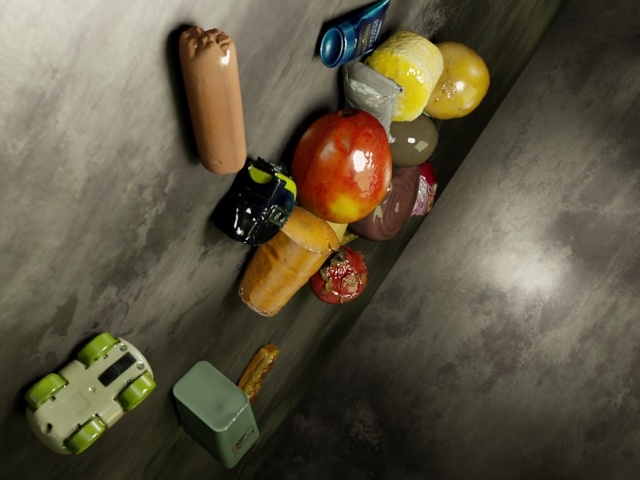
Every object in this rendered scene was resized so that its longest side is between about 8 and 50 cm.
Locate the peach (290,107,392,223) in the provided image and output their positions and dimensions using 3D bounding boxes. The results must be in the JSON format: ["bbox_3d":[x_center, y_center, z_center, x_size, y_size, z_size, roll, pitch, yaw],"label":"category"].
[{"bbox_3d":[0.054,-0.179,1.273,0.281,0.238,0.281,-53,160,-28],"label":"peach"}]

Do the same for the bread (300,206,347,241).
[{"bbox_3d":[0.005,-0.050,1.539,0.098,0.147,0.217,-96,-160,-53],"label":"bread"}]

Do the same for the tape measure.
[{"bbox_3d":[-0.126,-0.079,1.200,0.199,0.112,0.186,-56,165,7],"label":"tape measure"}]

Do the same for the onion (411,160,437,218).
[{"bbox_3d":[0.332,-0.212,2.039,0.207,0.216,0.206,-42,145,-66],"label":"onion"}]

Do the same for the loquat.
[{"bbox_3d":[0.379,-0.472,1.613,0.235,0.235,0.235,-48,162,-21],"label":"loquat"}]

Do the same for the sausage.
[{"bbox_3d":[-0.168,-0.211,0.876,0.086,0.086,0.289,-46,160,-28],"label":"sausage"}]

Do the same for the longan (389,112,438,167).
[{"bbox_3d":[0.262,-0.314,1.669,0.198,0.198,0.212,-61,170,21],"label":"longan"}]

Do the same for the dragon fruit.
[{"bbox_3d":[0.051,0.090,1.860,0.224,0.218,0.148,-48,146,-21],"label":"dragon fruit"}]

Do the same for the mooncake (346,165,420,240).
[{"bbox_3d":[0.212,-0.158,1.807,0.326,0.174,0.334,13,102,-62],"label":"mooncake"}]

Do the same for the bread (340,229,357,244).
[{"bbox_3d":[0.114,-0.047,1.959,0.077,0.084,0.367,-18,-177,28],"label":"bread"}]

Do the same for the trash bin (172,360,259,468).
[{"bbox_3d":[-0.318,0.532,1.650,0.158,0.223,0.343,-46,160,-27],"label":"trash bin"}]

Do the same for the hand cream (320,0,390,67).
[{"bbox_3d":[0.084,-0.448,1.178,0.270,0.061,0.120,-48,159,-48],"label":"hand cream"}]

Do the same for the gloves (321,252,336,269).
[{"bbox_3d":[0.000,0.000,1.702,0.203,0.124,0.164,79,30,-77],"label":"gloves"}]

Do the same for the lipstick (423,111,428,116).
[{"bbox_3d":[0.366,-0.433,1.988,0.030,0.030,0.129,-31,150,-54],"label":"lipstick"}]

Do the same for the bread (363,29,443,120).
[{"bbox_3d":[0.195,-0.403,1.336,0.170,0.197,0.197,-54,165,-28],"label":"bread"}]

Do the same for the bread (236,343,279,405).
[{"bbox_3d":[-0.245,0.521,2.070,0.271,0.077,0.139,-60,165,7],"label":"bread"}]

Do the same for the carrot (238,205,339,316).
[{"bbox_3d":[-0.091,0.057,1.442,0.254,0.196,0.196,-57,164,26],"label":"carrot"}]

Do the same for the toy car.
[{"bbox_3d":[-0.446,0.309,1.061,0.235,0.145,0.235,-44,176,-4],"label":"toy car"}]

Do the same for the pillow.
[{"bbox_3d":[0.114,-0.319,1.293,0.059,0.169,0.255,-56,167,-15],"label":"pillow"}]
